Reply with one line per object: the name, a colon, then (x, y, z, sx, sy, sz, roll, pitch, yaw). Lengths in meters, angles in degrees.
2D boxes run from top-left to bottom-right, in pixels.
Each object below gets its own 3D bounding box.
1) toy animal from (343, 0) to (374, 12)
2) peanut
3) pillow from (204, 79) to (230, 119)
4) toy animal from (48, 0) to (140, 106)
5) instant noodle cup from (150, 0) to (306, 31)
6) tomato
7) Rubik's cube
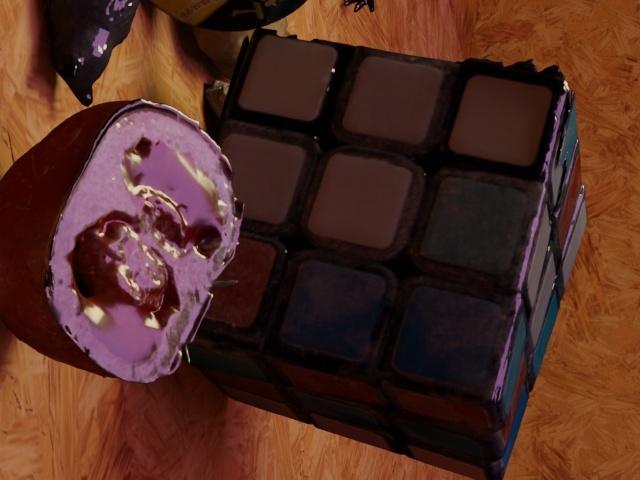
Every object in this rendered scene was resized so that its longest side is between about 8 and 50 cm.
toy animal: (0.048, -0.497, 2.280, 0.324, 0.090, 0.195, 49, 39, -70)
peanut: (-0.085, -0.234, 1.646, 0.228, 0.104, 0.086, 55, 15, -74)
pillow: (-0.068, -0.140, 1.721, 0.119, 0.053, 0.208, 49, 12, 9)
toy animal: (-0.178, -0.222, 1.263, 0.121, 0.117, 0.210, 63, 24, -71)
instant noodle cup: (-0.098, -0.369, 1.498, 0.236, 0.215, 0.216, -93, 169, -45)
tomato: (-0.178, 0.001, 1.109, 0.181, 0.155, 0.214, 54, 51, -35)
Rubik's cube: (0.074, 0.025, 1.507, 0.359, 0.362, 0.363, 62, 42, -70)
